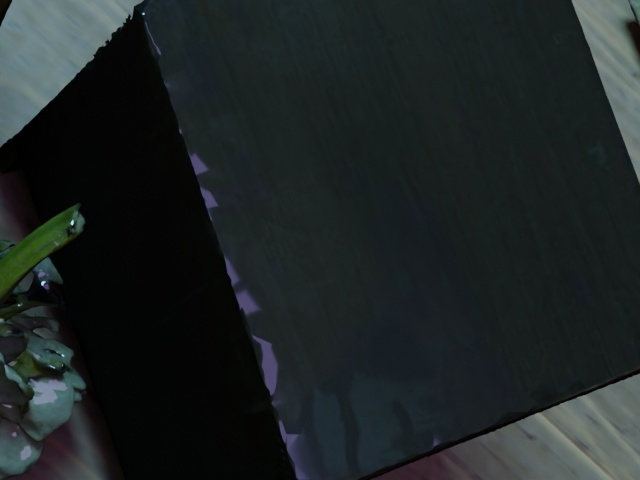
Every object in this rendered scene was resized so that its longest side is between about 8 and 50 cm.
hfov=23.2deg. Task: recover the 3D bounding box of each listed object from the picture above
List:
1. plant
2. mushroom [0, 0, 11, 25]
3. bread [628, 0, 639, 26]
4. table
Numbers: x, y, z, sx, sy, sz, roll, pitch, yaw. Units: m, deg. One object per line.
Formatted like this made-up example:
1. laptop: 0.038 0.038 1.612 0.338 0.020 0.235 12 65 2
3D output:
1. plant: -0.131 0.035 0.571 0.104 0.122 0.116 49 36 1
2. mushroom: -0.238 -0.089 0.487 0.283 0.263 0.195 7 109 -47
3. bread: 0.246 -0.056 0.805 0.119 0.067 0.192 -20 86 -21
4. table: 0.000 0.000 0.604 0.172 0.193 0.169 -17 85 -28
